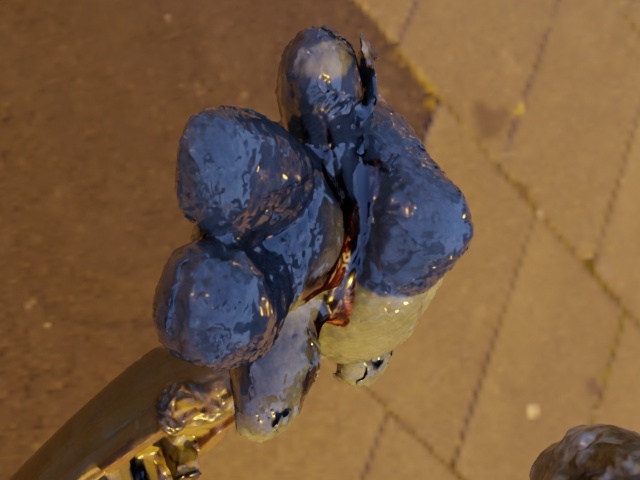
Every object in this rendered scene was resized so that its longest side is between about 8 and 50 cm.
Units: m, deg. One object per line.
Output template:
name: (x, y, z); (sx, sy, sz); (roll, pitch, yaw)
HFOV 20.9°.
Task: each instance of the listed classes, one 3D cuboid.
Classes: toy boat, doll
toy boat: (-0.154, 0.192, 1.210); (0.089, 0.321, 0.121); (18, 36, -51)
doll: (0.008, 0.001, 1.032); (0.340, 0.158, 0.246); (6, 91, -80)

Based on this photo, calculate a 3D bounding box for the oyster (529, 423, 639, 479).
oyster: (0.229, 0.203, 0.901); (0.294, 0.094, 0.166); (43, 2, 12)
